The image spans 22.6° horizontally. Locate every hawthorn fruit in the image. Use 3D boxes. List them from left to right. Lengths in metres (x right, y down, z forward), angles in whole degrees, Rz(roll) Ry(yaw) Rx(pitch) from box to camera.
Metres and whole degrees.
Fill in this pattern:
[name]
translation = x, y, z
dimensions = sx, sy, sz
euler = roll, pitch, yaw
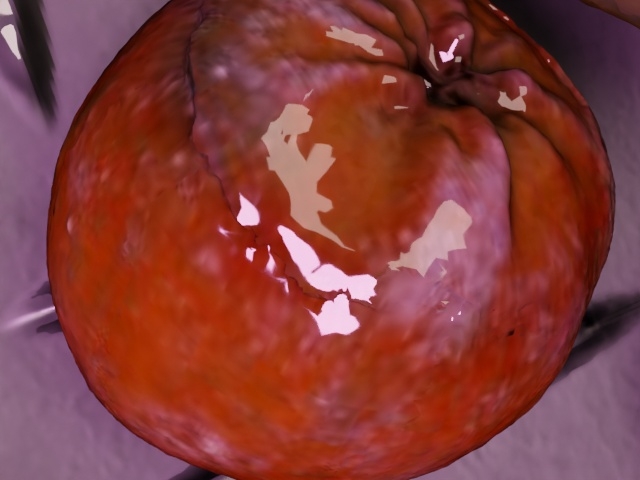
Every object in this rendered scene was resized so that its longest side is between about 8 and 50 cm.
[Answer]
[hawthorn fruit]
translation = 0.000, 0.000, 0.493
dimensions = 0.173, 0.173, 0.172
euler = 2, 84, -23

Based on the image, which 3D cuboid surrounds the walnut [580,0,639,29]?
[walnut]
translation = 0.160, -0.183, 0.540
dimensions = 0.283, 0.227, 0.282
euler = -1, 95, -16
